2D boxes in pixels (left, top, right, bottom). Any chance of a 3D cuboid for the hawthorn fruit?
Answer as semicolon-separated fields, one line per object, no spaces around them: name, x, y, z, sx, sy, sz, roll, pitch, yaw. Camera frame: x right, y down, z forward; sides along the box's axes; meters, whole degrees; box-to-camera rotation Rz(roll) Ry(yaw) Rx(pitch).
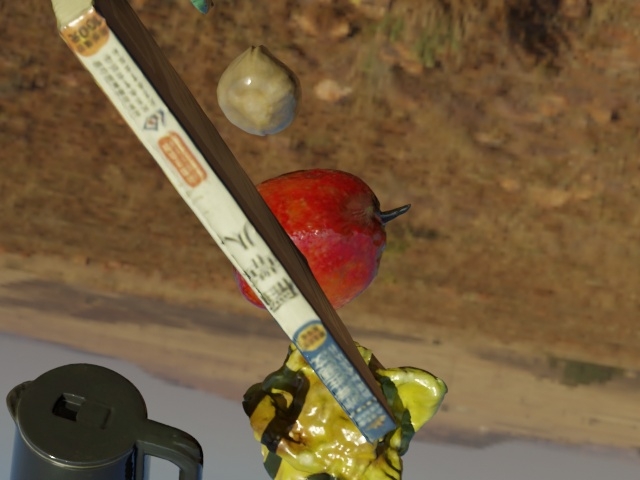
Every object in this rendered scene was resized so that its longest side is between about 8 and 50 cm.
hawthorn fruit;0.000;0.000;1.539;0.251;0.189;0.189;-9;164;25

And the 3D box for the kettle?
kettle;-0.323;0.352;1.735;0.262;0.203;0.308;37;137;21

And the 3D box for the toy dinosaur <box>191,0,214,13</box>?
toy dinosaur;-0.196;-0.322;1.370;0.079;0.120;0.292;16;155;34

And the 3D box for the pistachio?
pistachio;-0.090;-0.228;1.882;0.136;0.136;0.226;9;-178;7

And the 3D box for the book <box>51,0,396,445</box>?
book;-0.088;-0.056;0.999;0.428;0.039;0.300;56;-179;-30

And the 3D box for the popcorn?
popcorn;0.050;0.299;2.043;0.326;0.321;0.290;-27;-179;-6
